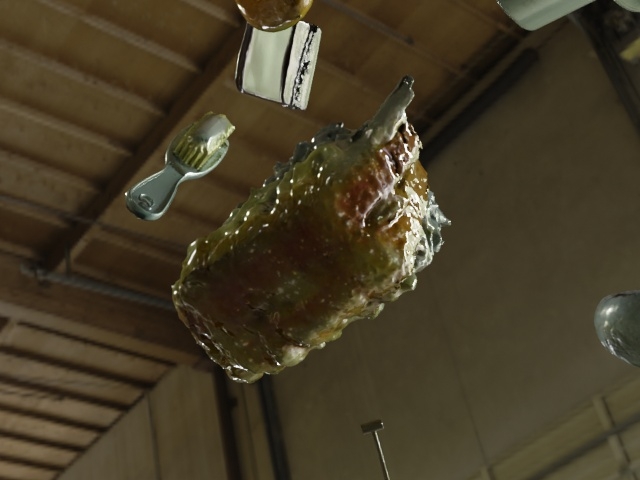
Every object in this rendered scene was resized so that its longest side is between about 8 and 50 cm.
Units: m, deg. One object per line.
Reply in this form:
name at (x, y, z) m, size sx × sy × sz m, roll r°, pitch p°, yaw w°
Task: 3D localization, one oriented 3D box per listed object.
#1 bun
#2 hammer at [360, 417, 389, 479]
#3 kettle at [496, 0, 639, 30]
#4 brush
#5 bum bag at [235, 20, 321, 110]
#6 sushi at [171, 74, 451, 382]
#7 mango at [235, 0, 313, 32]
bun at (0.323, 0.084, 0.927) m, size 0.140 × 0.083 × 0.141 m, roll -2°, pitch -6°, yaw 0°
hammer at (0.096, 0.348, 1.640) m, size 0.035 × 0.110 × 0.019 m, roll -15°, pitch -4°, yaw -4°
kettle at (0.346, -0.364, 1.104) m, size 0.318 × 0.205 × 0.265 m, roll -22°, pitch -70°, yaw 30°
brush at (-0.168, -0.108, 1.289) m, size 0.068 × 0.297 × 0.060 m, roll 37°, pitch -62°, yaw -6°
bum bag at (-0.047, -0.216, 1.194) m, size 0.026 × 0.109 × 0.159 m, roll 14°, pitch 5°, yaw 25°
sushi at (0.000, 0.000, 0.817) m, size 0.274 × 0.184 × 0.139 m, roll -31°, pitch -76°, yaw 35°
mango at (-0.043, -0.237, 0.951) m, size 0.057 × 0.114 × 0.079 m, roll -19°, pitch -70°, yaw -25°
